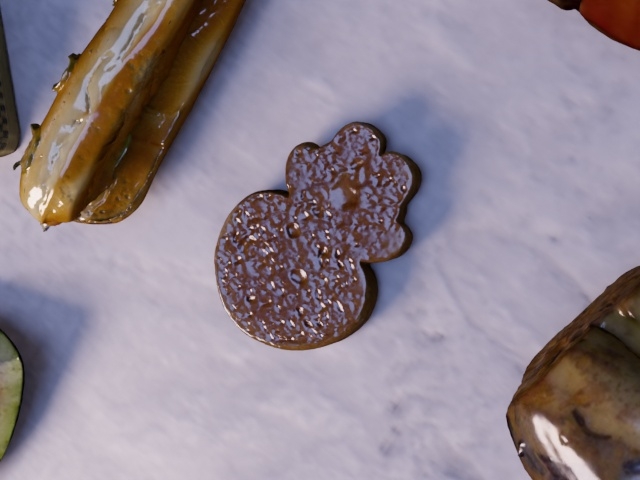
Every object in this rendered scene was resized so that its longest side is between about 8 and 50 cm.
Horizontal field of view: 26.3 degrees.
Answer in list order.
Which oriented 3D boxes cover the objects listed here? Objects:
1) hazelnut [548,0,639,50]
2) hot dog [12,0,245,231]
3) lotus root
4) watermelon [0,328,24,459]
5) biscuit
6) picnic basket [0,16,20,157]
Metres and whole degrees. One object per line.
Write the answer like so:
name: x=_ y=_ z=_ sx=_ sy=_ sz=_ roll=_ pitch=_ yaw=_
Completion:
hazelnut: x=0.176 y=-0.215 z=0.786 sx=0.212 sy=0.181 sz=0.181 roll=30 pitch=103 yaw=15
hot dog: x=-0.126 y=-0.117 z=0.949 sx=0.072 sy=0.109 sz=0.269 roll=36 pitch=102 yaw=24
lotus root: x=0.248 y=0.144 z=0.795 sx=0.291 sy=0.193 sz=0.193 roll=41 pitch=107 yaw=13
watermelon: x=-0.313 y=0.138 z=1.055 sx=0.193 sy=0.137 sz=0.145 roll=10 pitch=133 yaw=20
biscuit: x=0.000 y=0.000 z=0.955 sx=0.124 sy=0.026 sz=0.175 roll=44 pitch=108 yaw=11
picnic basket: x=-0.339 y=-0.169 z=1.008 sx=0.165 sy=0.139 sz=0.267 roll=-8 pitch=91 yaw=21
